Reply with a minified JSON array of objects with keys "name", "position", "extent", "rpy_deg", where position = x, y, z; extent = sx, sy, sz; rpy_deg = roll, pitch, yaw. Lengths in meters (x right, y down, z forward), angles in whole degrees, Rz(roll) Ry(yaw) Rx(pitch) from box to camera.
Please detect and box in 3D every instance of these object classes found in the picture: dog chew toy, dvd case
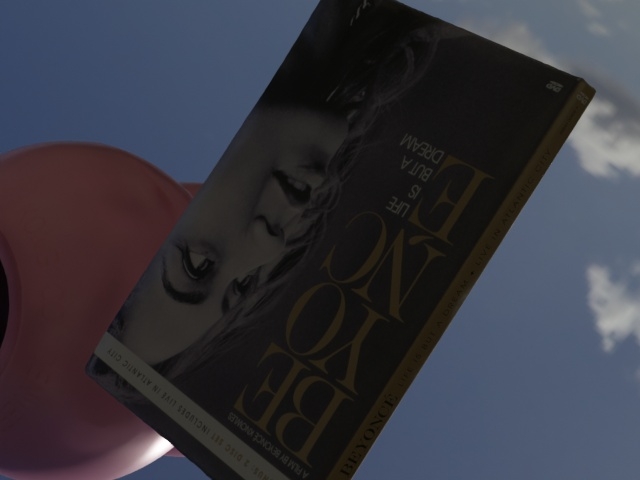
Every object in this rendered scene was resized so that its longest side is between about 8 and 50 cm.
[{"name":"dog chew toy","position":[-0.100,0.049,1.033],"extent":[0.332,0.206,0.206],"rpy_deg":[7,-148,-52]},{"name":"dvd case","position":[0.000,0.000,0.708],"extent":[0.164,0.221,0.018],"rpy_deg":[32,179,45]}]
